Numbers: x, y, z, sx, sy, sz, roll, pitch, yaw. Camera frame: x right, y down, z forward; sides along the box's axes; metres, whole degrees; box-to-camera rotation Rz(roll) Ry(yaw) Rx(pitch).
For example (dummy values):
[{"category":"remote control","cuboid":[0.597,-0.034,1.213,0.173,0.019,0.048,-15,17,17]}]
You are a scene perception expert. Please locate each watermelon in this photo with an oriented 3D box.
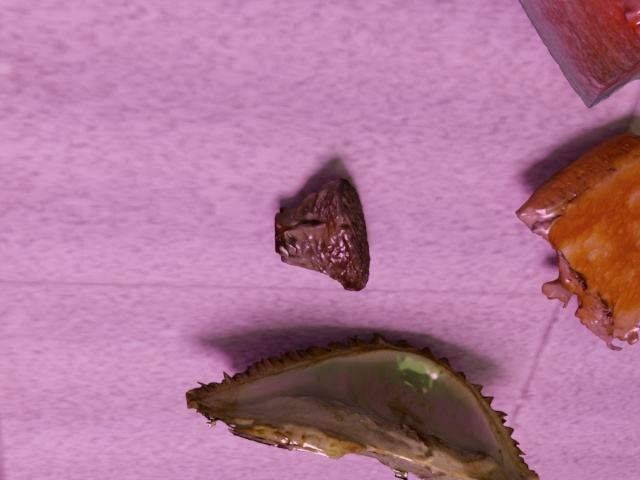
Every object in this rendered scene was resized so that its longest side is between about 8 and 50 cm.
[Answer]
[{"category":"watermelon","cuboid":[0.296,-0.255,0.561,0.264,0.302,0.151,-40,83,14]}]

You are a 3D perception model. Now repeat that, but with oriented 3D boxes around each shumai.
[{"category":"shumai","cuboid":[0.000,0.001,0.713,0.087,0.099,0.124,-9,122,13]}]

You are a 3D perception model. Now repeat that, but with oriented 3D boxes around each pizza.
[{"category":"pizza","cuboid":[0.333,0.012,0.799,0.189,0.071,0.297,-42,125,-1]}]

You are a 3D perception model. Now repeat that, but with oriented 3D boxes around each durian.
[{"category":"durian","cuboid":[0.040,0.214,0.782,0.394,0.198,0.163,16,118,-18]}]
